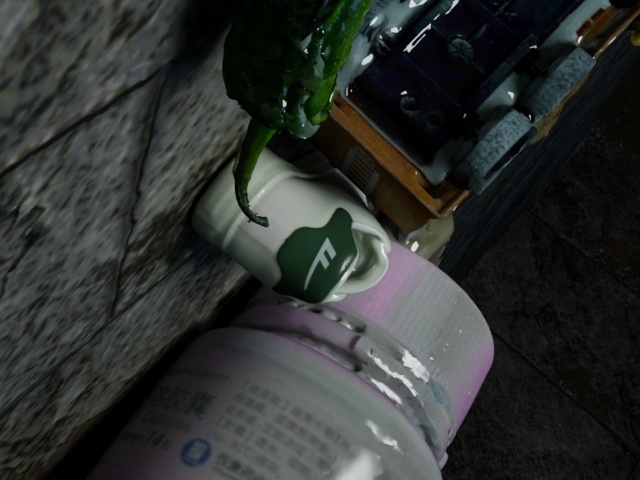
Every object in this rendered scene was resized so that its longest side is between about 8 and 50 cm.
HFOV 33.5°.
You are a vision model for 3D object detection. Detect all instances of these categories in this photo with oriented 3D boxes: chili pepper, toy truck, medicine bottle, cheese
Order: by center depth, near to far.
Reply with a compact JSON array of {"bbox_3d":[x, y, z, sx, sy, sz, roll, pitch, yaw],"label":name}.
[{"bbox_3d":[0.015,-0.132,0.465,0.278,0.065,0.122,-56,165,9],"label":"chili pepper"},{"bbox_3d":[0.126,-0.147,0.700,0.305,0.136,0.162,-45,176,-11],"label":"toy truck"},{"bbox_3d":[-0.018,0.171,0.879,0.325,0.256,0.256,-55,173,-28],"label":"medicine bottle"},{"bbox_3d":[0.104,-0.001,1.266,0.163,0.082,0.286,-46,168,-27],"label":"cheese"}]

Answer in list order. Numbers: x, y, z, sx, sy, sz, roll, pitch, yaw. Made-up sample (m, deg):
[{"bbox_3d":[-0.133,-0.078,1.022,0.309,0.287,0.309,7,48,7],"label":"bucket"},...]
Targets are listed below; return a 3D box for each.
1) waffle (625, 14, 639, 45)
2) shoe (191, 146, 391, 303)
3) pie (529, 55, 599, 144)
[{"bbox_3d":[0.424,-0.356,1.213,0.300,0.058,0.281,-62,172,-62],"label":"waffle"},{"bbox_3d":[0.000,0.000,0.752,0.095,0.110,0.265,-53,167,11],"label":"shoe"},{"bbox_3d":[0.350,-0.238,1.552,0.218,0.052,0.185,-52,165,-3],"label":"pie"}]
